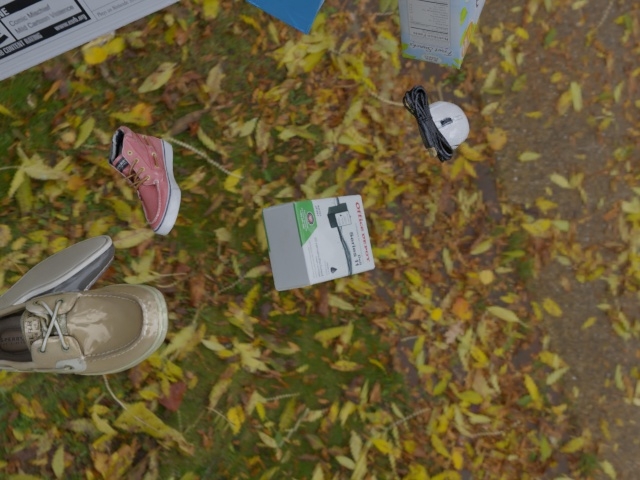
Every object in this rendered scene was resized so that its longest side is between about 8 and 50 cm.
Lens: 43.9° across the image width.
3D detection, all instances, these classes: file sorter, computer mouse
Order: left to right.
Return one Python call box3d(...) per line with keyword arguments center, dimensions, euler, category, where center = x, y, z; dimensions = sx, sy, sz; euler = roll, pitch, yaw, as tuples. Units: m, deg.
box3d(center=(-0.031, -0.448, 1.289), dimensions=(0.118, 0.170, 0.105), euler=(28, 60, -3), category="file sorter")
box3d(center=(0.174, -0.166, 1.111), dimensions=(0.106, 0.042, 0.193), euler=(63, 24, 1), category="computer mouse")

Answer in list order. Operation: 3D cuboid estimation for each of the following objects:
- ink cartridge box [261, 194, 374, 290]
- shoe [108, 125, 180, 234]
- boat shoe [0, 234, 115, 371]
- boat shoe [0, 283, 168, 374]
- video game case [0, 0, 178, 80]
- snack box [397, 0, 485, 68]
box3d(center=(0.000, 0.000, 1.469), dimensions=(0.208, 0.086, 0.153), euler=(-11, 90, -53), category="ink cartridge box")
box3d(center=(-0.243, -0.084, 1.077), dimensions=(0.081, 0.178, 0.063), euler=(21, 127, -33), category="shoe")
box3d(center=(-0.473, 0.117, 1.322), dimensions=(0.335, 0.112, 0.096), euler=(-36, 121, -13), category="boat shoe")
box3d(center=(-0.325, 0.115, 0.983), dimensions=(0.098, 0.302, 0.109), euler=(14, 69, -61), category="boat shoe")
box3d(center=(-0.163, -0.266, 0.485), dimensions=(0.328, 0.036, 0.300), euler=(-21, 142, 8), category="video game case")
box3d(center=(0.128, -0.297, 0.753), dimensions=(0.070, 0.207, 0.175), euler=(16, 69, 17), category="snack box")
